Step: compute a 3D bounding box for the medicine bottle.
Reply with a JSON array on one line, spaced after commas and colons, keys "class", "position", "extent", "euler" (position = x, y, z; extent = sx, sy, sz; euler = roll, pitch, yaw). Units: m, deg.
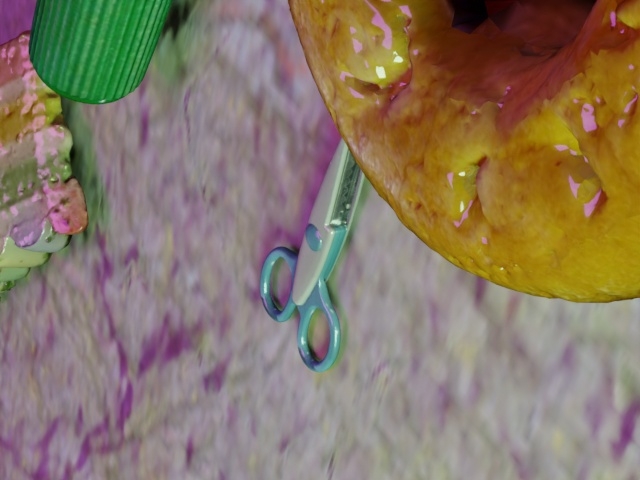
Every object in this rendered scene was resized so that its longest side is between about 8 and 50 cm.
[{"class": "medicine bottle", "position": [-0.064, -0.181, 0.663], "extent": [0.111, 0.076, 0.309], "euler": [58, 140, 32]}]

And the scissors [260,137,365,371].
[{"class": "scissors", "position": [0.000, 0.000, 0.677], "extent": [0.058, 0.014, 0.119], "euler": [52, 141, 33]}]

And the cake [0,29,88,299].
[{"class": "cake", "position": [-0.207, -0.024, 0.909], "extent": [0.225, 0.090, 0.109], "euler": [-30, 70, 54]}]

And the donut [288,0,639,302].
[{"class": "donut", "position": [0.081, -0.091, 0.448], "extent": [0.227, 0.114, 0.226], "euler": [25, 121, 51]}]
